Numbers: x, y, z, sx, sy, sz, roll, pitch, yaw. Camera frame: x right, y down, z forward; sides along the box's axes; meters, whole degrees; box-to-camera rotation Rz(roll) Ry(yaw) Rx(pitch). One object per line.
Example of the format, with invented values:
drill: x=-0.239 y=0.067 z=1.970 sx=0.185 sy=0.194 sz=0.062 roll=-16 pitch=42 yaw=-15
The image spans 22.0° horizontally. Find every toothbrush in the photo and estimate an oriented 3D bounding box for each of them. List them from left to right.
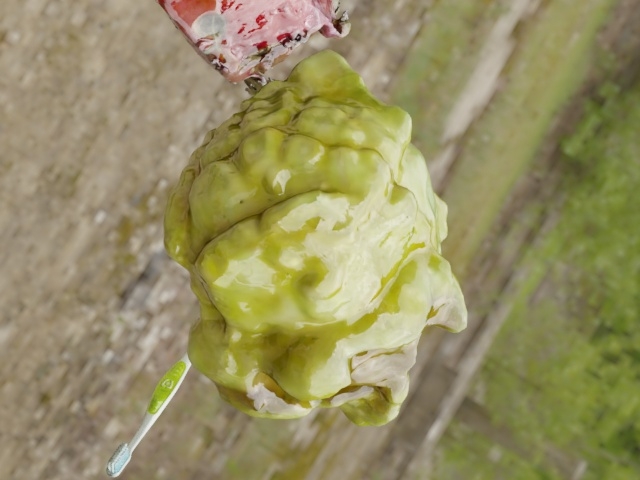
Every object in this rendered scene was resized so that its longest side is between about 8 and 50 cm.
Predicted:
toothbrush: x=-0.163 y=0.158 z=1.789 sx=0.026 sy=0.022 sz=0.263 roll=94 pitch=22 yaw=-44

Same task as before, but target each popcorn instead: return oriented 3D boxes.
popcorn: x=0.000 y=0.000 z=1.141 sx=0.256 sy=0.195 sz=0.254 roll=43 pitch=42 yaw=-75

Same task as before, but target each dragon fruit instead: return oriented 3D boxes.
dragon fruit: x=-0.072 y=-0.241 z=1.392 sx=0.147 sy=0.211 sz=0.282 roll=-37 pitch=133 yaw=6
